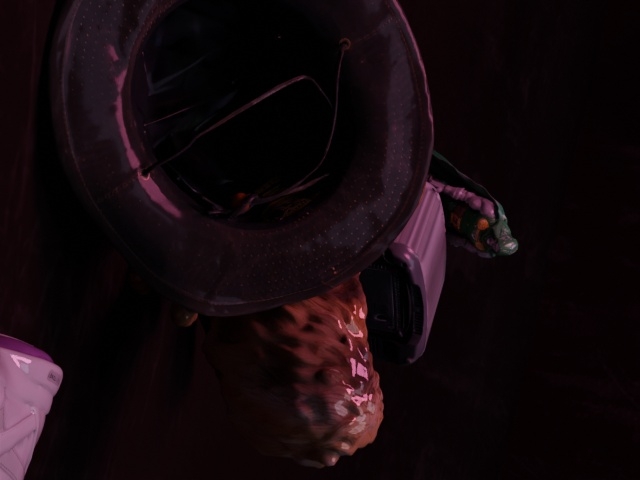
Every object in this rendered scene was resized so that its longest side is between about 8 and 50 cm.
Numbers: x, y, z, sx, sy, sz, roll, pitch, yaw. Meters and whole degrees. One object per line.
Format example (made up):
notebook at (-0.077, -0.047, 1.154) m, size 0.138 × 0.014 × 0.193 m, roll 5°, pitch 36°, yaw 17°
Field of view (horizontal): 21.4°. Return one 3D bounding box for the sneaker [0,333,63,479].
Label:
sneaker at (-0.245, 0.120, 1.039) m, size 0.305 × 0.114 × 0.152 m, roll 38°, pitch 63°, yaw -71°

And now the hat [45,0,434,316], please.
hat at (-0.075, -0.112, 1.342) m, size 0.134 × 0.331 × 0.331 m, roll -155°, pitch -107°, yaw -65°

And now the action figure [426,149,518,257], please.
action figure at (0.158, -0.040, 2.039) m, size 0.063 × 0.232 × 0.137 m, roll -20°, pitch 126°, yaw -28°

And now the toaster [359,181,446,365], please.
toaster at (0.075, 0.024, 1.975) m, size 0.146 × 0.129 × 0.227 m, roll -66°, pitch 157°, yaw -45°

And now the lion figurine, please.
lion figurine at (0.000, 0.000, 1.454) m, size 0.392 × 0.240 × 0.142 m, roll -64°, pitch 145°, yaw -22°

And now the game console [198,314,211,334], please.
game console at (-0.049, 0.060, 1.584) m, size 0.071 × 0.122 × 0.107 m, roll -37°, pitch 111°, yaw -45°
